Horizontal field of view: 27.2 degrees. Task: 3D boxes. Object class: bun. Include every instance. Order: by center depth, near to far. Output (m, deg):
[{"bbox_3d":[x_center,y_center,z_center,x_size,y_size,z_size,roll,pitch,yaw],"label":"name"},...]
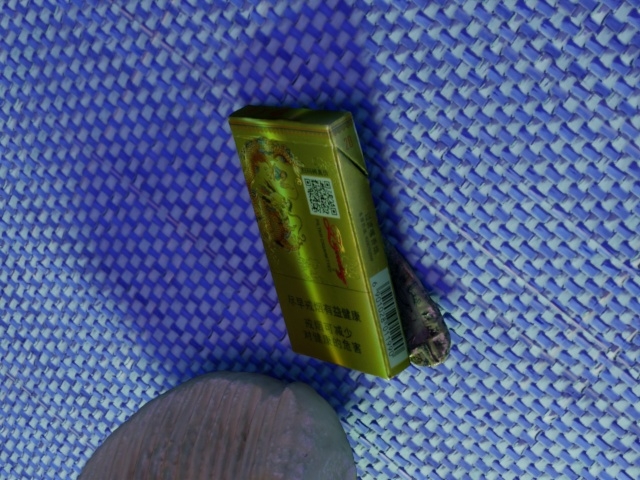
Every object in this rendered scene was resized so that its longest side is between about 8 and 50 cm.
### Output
[{"bbox_3d":[-0.122,0.332,1.605,0.365,0.365,0.219,-3,138,32],"label":"bun"}]

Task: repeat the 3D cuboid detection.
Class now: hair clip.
[{"bbox_3d":[0.077,0.043,1.503,0.066,0.036,0.229,-33,89,34],"label":"hair clip"}]

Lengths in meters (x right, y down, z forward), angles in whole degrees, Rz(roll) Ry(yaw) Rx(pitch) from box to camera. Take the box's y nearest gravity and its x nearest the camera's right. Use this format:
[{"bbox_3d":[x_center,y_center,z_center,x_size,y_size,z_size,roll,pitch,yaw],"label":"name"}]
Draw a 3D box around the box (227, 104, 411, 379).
[{"bbox_3d":[0.000,0.000,1.493,0.173,0.043,0.311,10,122,47],"label":"box"}]
